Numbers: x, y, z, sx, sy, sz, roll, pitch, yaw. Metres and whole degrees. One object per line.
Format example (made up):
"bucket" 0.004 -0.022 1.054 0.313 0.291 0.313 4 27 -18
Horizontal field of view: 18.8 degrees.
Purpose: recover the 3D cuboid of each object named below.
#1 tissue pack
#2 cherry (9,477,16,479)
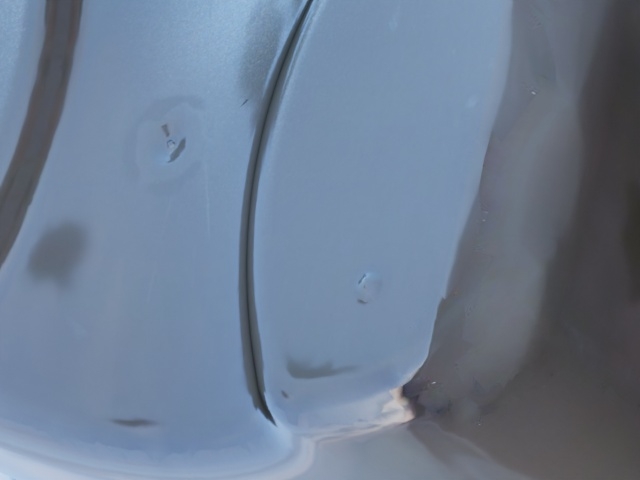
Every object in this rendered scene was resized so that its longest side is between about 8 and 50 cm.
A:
"tissue pack" 0.000 0.000 0.830 0.277 0.387 0.267 29 -112 -52
"cherry" -0.082 0.167 1.328 0.230 0.300 0.203 58 -133 -27
